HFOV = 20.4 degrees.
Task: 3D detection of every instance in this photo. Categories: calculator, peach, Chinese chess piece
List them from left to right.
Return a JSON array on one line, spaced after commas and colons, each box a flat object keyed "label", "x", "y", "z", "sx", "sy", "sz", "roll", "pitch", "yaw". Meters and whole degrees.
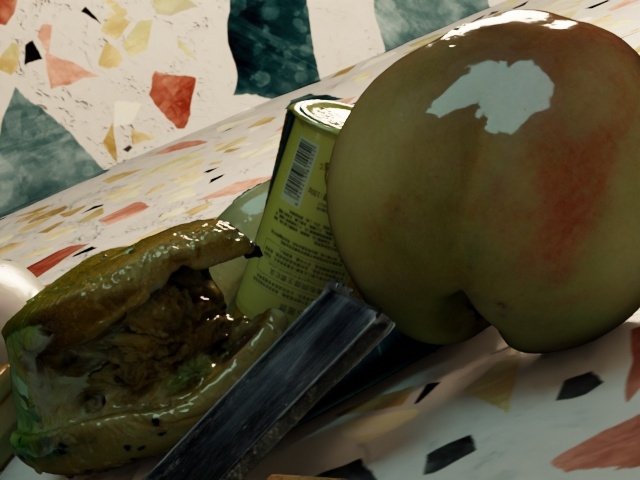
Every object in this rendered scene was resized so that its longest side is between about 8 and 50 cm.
[{"label": "calculator", "x": -0.057, "y": 0.138, "z": 1.368, "sx": 0.262, "sy": 0.021, "sz": 0.161, "roll": -46, "pitch": 15, "yaw": -4}, {"label": "Chinese chess piece", "x": -0.037, "y": 0.015, "z": 1.754, "sx": 0.188, "sy": 0.083, "sz": 0.188, "roll": -28, "pitch": -25, "yaw": -15}, {"label": "peach", "x": 0.151, "y": -0.050, "z": 1.415, "sx": 0.292, "sy": 0.292, "sz": 0.247, "roll": -13, "pitch": -28, "yaw": 38}]

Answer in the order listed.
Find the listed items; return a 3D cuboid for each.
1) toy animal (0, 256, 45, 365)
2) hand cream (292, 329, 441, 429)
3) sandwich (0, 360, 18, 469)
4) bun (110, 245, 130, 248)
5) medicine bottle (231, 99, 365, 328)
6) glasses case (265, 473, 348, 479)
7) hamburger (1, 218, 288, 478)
[{"label": "toy animal", "x": -0.409, "y": 0.110, "z": 1.875, "sx": 0.267, "sy": 0.212, "sz": 0.212, "roll": -34, "pitch": 16, "yaw": -32}, {"label": "hand cream", "x": 0.032, "y": 0.097, "z": 1.530, "sx": 0.270, "sy": 0.061, "sz": 0.120, "roll": -31, "pitch": 13, "yaw": -17}, {"label": "sandwich", "x": -0.318, "y": 0.182, "z": 1.715, "sx": 0.113, "sy": 0.079, "sz": 0.163, "roll": -6, "pitch": 18, "yaw": 47}, {"label": "bun", "x": -0.207, "y": 0.095, "z": 1.786, "sx": 0.173, "sy": 0.120, "sz": 0.173, "roll": -44, "pitch": -13, "yaw": -13}, {"label": "medicine bottle", "x": 0.000, "y": 0.000, "z": 1.600, "sx": 0.124, "sy": 0.239, "sz": 0.124, "roll": 17, "pitch": 18, "yaw": -6}, {"label": "glasses case", "x": -0.043, "y": 0.212, "z": 1.179, "sx": 0.064, "sy": 0.041, "sz": 0.170, "roll": -1, "pitch": 21, "yaw": 30}, {"label": "hamburger", "x": -0.175, "y": 0.104, "z": 1.555, "sx": 0.288, "sy": 0.168, "sz": 0.192, "roll": -19, "pitch": 14, "yaw": 44}]
